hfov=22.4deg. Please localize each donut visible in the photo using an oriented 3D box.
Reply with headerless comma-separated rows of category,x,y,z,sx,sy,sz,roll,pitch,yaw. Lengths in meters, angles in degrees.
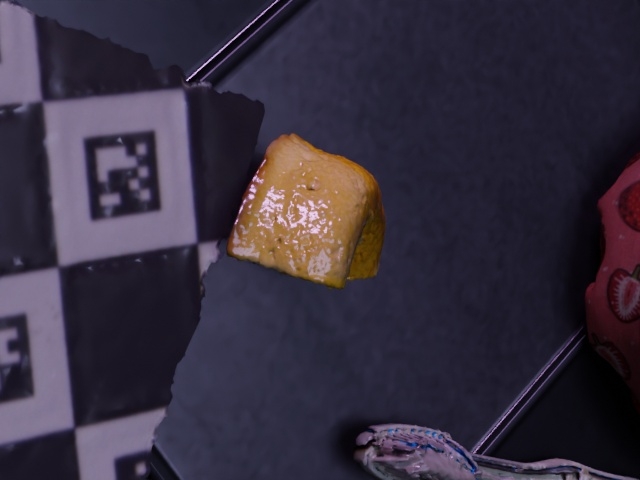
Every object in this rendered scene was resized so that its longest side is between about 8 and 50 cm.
donut,0.000,0.000,0.551,0.083,0.037,0.067,79,25,-56

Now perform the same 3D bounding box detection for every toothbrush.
toothbrush,0.126,0.111,0.689,0.294,0.028,0.026,17,84,-41

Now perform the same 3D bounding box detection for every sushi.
sushi,-0.177,0.036,0.445,0.290,0.050,0.264,21,81,-34

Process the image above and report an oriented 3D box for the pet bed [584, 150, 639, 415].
pet bed,0.201,0.019,0.718,0.201,0.053,0.201,-3,95,-35
